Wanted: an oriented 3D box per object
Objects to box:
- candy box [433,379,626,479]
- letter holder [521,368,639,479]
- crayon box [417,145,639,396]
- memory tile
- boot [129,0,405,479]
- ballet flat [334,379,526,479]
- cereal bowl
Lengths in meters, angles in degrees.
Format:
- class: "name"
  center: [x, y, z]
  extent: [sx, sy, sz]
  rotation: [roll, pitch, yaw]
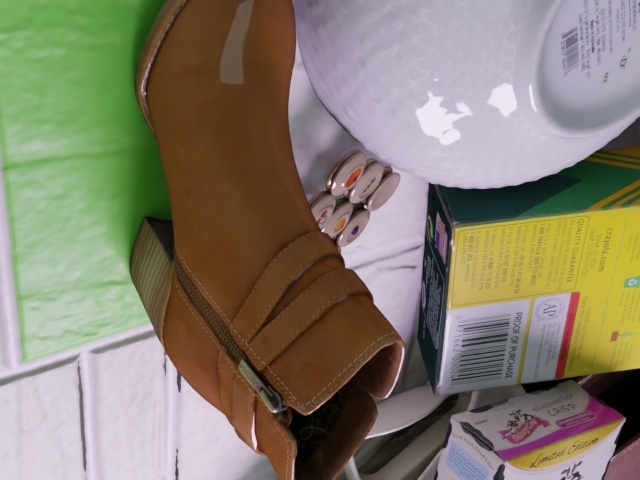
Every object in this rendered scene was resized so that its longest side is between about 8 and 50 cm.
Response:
- class: "candy box"
  center: [0.169, 0.253, 0.964]
  extent: [0.159, 0.071, 0.233]
  rotation: [-10, 121, -36]
- class: "letter holder"
  center: [0.345, 0.134, 1.119]
  extent: [0.302, 0.152, 0.214]
  rotation: [-25, 135, -20]
- class: "crayon box"
  center: [0.249, 0.022, 0.915]
  extent: [0.318, 0.081, 0.202]
  rotation: [-6, 131, -7]
- class: "memory tile"
  center: [0.000, 0.000, 0.796]
  extent: [0.148, 0.012, 0.113]
  rotation: [-53, 160, 7]
- class: "boot"
  center: [-0.031, -0.007, 0.635]
  extent: [0.109, 0.220, 0.283]
  rotation: [-3, 126, -38]
- class: "ballet flat"
  center: [0.027, 0.246, 0.997]
  extent: [0.400, 0.139, 0.139]
  rotation: [-39, 140, -11]
- class: "cereal bowl"
  center: [0.158, -0.171, 0.710]
  extent: [0.339, 0.141, 0.339]
  rotation: [-23, 137, -23]
